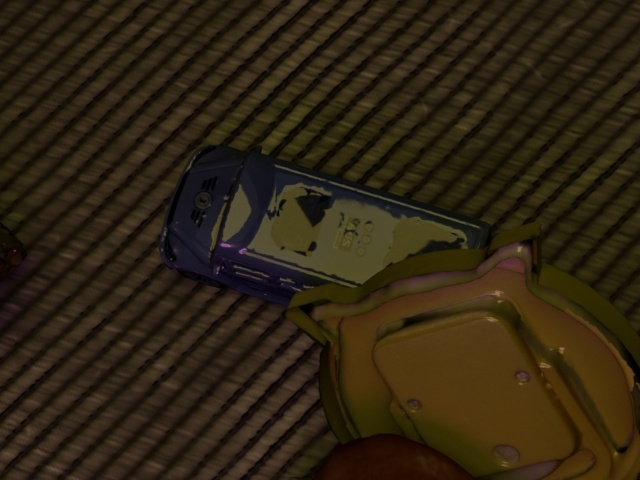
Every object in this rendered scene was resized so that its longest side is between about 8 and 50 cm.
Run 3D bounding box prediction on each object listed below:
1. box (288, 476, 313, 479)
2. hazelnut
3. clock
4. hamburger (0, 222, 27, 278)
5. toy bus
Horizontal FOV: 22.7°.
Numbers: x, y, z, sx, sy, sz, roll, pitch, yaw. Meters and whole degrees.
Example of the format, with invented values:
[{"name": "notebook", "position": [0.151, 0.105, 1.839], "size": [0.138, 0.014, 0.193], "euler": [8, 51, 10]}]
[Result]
[{"name": "box", "position": [-0.013, 0.256, 1.380], "size": [0.045, 0.062, 0.098], "euler": [10, 79, 11]}, {"name": "hazelnut", "position": [0.059, 0.241, 1.285], "size": [0.182, 0.182, 0.182], "euler": [-1, 76, 4]}, {"name": "clock", "position": [0.138, 0.117, 1.318], "size": [0.277, 0.293, 0.071], "euler": [-11, 30, 26]}, {"name": "hamburger", "position": [-0.402, -0.010, 1.422], "size": [0.288, 0.167, 0.192], "euler": [42, 80, 13]}, {"name": "toy bus", "position": [0.000, 0.000, 1.406], "size": [0.292, 0.133, 0.125], "euler": [17, 78, 8]}]
